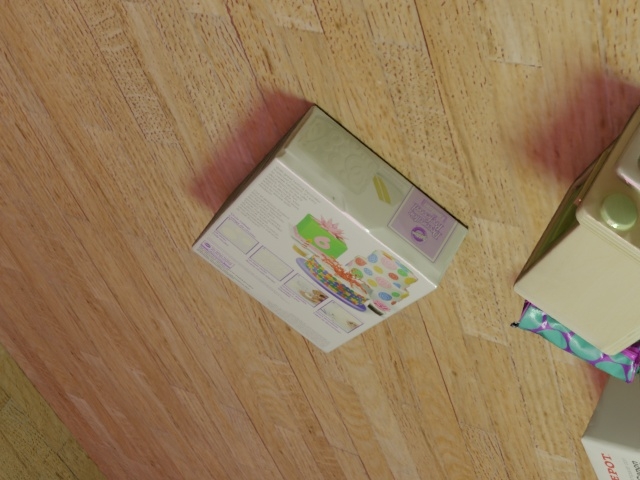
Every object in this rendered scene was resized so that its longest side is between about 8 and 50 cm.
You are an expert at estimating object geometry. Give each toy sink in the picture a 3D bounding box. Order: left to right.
[{"bbox_3d":[0.296,-0.022,1.076,0.131,0.153,0.234,35,152,1],"label":"toy sink"}]

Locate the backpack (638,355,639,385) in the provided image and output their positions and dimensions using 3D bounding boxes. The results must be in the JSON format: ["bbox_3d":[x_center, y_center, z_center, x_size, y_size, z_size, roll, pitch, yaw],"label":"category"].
[{"bbox_3d":[0.406,0.115,1.149,0.188,0.166,0.144,20,146,14],"label":"backpack"}]

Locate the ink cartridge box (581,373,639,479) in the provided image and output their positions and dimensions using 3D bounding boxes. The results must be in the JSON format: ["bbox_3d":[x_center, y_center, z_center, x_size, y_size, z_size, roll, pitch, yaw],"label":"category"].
[{"bbox_3d":[0.467,0.273,1.381,0.272,0.114,0.197,10,144,39],"label":"ink cartridge box"}]

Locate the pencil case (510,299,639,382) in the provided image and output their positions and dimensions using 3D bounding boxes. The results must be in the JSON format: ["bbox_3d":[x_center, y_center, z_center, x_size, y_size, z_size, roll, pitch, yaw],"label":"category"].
[{"bbox_3d":[0.300,0.103,1.350,0.151,0.064,0.070,26,175,14],"label":"pencil case"}]

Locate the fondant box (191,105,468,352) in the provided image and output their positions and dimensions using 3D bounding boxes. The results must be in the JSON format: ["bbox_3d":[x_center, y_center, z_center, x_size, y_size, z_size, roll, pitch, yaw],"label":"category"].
[{"bbox_3d":[0.000,0.000,1.476,0.238,0.096,0.330,38,152,-7],"label":"fondant box"}]
